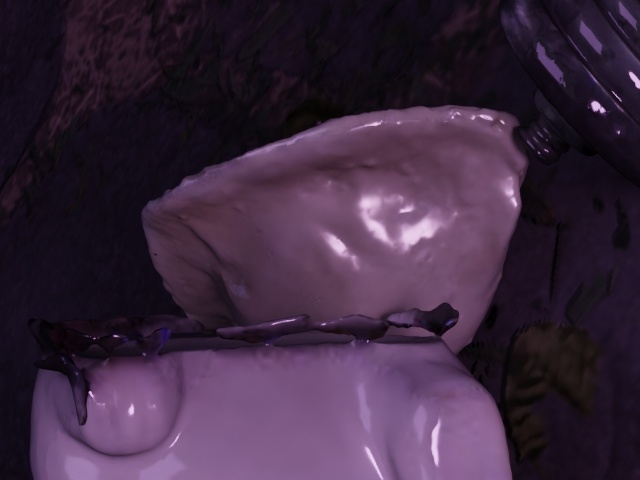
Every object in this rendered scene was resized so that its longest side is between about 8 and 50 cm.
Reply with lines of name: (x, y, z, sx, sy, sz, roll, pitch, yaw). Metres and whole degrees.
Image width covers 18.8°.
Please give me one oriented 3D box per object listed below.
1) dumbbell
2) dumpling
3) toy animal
dumbbell: (0.172, -0.115, 0.727, 0.254, 0.110, 0.110, -42, 43, 22)
dumpling: (0.000, -0.004, 0.838, 0.111, 0.155, 0.181, -112, 36, -54)
toy animal: (-0.031, 0.180, 0.747, 0.247, 0.182, 0.310, 3, 95, 49)
